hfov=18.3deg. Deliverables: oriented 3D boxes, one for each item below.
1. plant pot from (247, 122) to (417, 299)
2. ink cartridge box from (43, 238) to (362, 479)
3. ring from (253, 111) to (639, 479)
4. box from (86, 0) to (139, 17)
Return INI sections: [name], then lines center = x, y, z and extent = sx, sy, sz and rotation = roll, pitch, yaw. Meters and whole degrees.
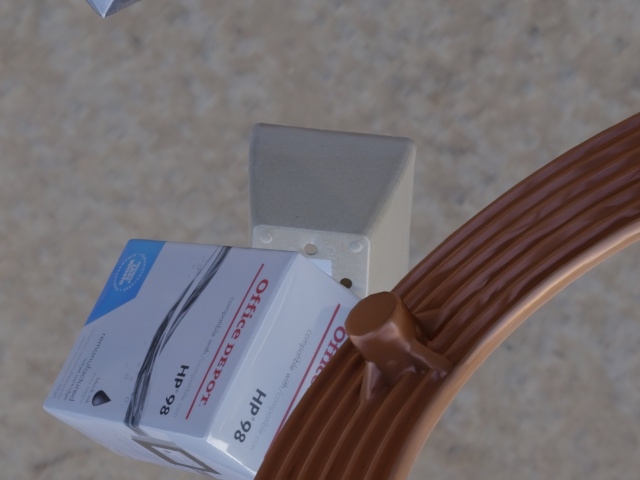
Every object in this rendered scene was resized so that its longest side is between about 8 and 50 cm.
[plant pot]
center = 0.000, 0.000, 1.268
extent = 0.109, 0.096, 0.109
rotation = 6, 124, 6
[ink cartridge box]
center = -0.046, 0.059, 0.971
extent = 0.060, 0.104, 0.180
rotation = 38, 159, -34
[ring]
center = 0.105, 0.047, 0.533
extent = 0.336, 0.336, 0.032
rotation = -13, 127, 34
[box]
center = -0.040, -0.243, 1.138
extent = 0.056, 0.183, 0.231
rotation = 50, 140, 9
